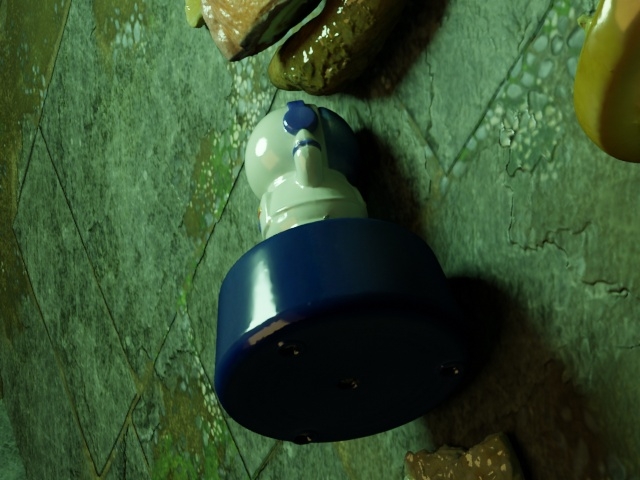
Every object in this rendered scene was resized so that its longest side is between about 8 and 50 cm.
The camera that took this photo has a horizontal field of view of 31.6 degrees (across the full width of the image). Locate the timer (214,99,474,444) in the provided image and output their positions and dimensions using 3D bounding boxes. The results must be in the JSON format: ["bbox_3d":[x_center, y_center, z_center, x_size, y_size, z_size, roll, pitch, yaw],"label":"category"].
[{"bbox_3d":[0.000,0.000,1.257,0.270,0.270,0.383,122,146,-45],"label":"timer"}]

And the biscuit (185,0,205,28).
[{"bbox_3d":[-0.131,-0.366,1.568,0.234,0.030,0.153,4,99,58],"label":"biscuit"}]

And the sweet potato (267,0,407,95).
[{"bbox_3d":[0.022,-0.229,1.294,0.341,0.092,0.114,-37,39,54],"label":"sweet potato"}]

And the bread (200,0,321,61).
[{"bbox_3d":[-0.031,-0.328,1.271,0.123,0.190,0.244,49,145,-5],"label":"bread"}]

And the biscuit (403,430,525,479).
[{"bbox_3d":[0.150,0.302,1.220,0.188,0.040,0.265,55,137,38],"label":"biscuit"}]

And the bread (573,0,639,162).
[{"bbox_3d":[0.306,-0.136,0.735,0.270,0.211,0.315,57,142,34],"label":"bread"}]
